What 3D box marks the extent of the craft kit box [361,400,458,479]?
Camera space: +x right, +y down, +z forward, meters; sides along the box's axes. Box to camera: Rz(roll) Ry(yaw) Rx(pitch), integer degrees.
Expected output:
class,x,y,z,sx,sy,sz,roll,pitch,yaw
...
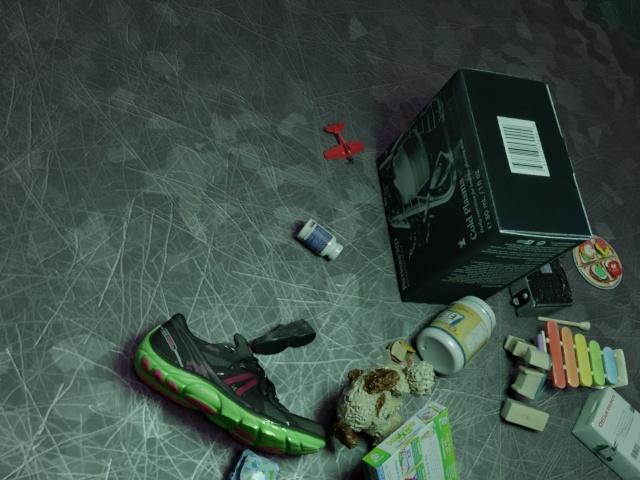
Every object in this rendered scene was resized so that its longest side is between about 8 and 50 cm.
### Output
class,x,y,z,sx,sy,sz,roll,pitch,yaw
craft kit box,0.219,0.548,1.668,0.247,0.061,0.249,-27,118,-31

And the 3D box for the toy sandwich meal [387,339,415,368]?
class,x,y,z,sx,sy,sz,roll,pitch,yaw
toy sandwich meal,0.217,0.304,1.892,0.086,0.029,0.085,11,61,-20

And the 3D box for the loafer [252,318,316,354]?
class,x,y,z,sx,sy,sz,roll,pitch,yaw
loafer,-0.097,0.239,1.768,0.170,0.062,0.061,-7,46,-31

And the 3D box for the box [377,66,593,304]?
class,x,y,z,sx,sy,sz,roll,pitch,yaw
box,0.416,-0.127,1.939,0.298,0.472,0.479,3,64,-23

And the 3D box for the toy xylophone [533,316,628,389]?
class,x,y,z,sx,sy,sz,roll,pitch,yaw
toy xylophone,0.751,0.330,2.097,0.323,0.081,0.236,7,62,-24

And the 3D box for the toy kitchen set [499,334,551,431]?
class,x,y,z,sx,sy,sz,roll,pitch,yaw
toy kitchen set,0.575,0.397,1.995,0.122,0.166,0.207,21,94,-14

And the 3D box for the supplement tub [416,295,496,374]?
class,x,y,z,sx,sy,sz,roll,pitch,yaw
supplement tub,0.370,0.253,1.920,0.200,0.144,0.144,-36,84,-35

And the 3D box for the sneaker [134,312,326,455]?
class,x,y,z,sx,sy,sz,roll,pitch,yaw
sneaker,-0.179,0.326,1.602,0.483,0.185,0.202,34,59,-7

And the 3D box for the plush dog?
class,x,y,z,sx,sy,sz,roll,pitch,yaw
plush dog,0.122,0.377,1.690,0.211,0.262,0.225,32,12,24

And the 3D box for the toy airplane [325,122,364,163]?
class,x,y,z,sx,sy,sz,roll,pitch,yaw
toy airplane,0.067,-0.295,2.131,0.151,0.028,0.151,12,60,-21

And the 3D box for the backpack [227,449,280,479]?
class,x,y,z,sx,sy,sz,roll,pitch,yaw
backpack,-0.153,0.532,1.567,0.105,0.084,0.114,30,59,-6

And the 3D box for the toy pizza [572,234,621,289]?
class,x,y,z,sx,sy,sz,roll,pitch,yaw
toy pizza,0.923,0.065,2.346,0.201,0.032,0.201,11,61,-20

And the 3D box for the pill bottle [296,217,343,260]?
class,x,y,z,sx,sy,sz,roll,pitch,yaw
pill bottle,0.000,0.000,1.923,0.120,0.067,0.067,38,55,-3

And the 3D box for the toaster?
class,x,y,z,sx,sy,sz,roll,pitch,yaw
toaster,0.661,0.135,2.139,0.186,0.110,0.168,0,66,-25

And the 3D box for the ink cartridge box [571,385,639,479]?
class,x,y,z,sx,sy,sz,roll,pitch,yaw
ink cartridge box,0.848,0.552,2.023,0.219,0.092,0.160,43,55,1
